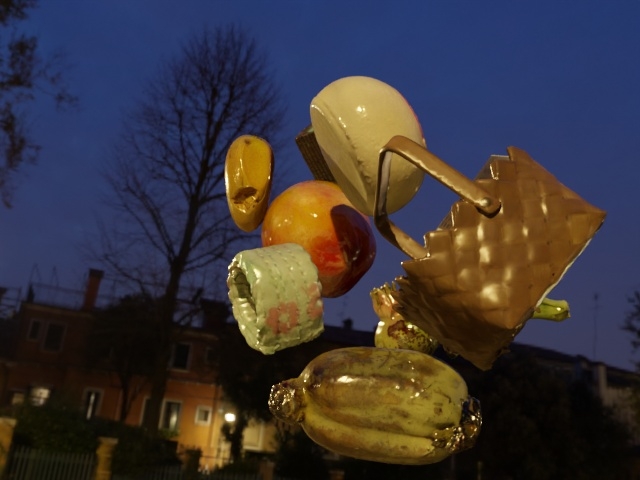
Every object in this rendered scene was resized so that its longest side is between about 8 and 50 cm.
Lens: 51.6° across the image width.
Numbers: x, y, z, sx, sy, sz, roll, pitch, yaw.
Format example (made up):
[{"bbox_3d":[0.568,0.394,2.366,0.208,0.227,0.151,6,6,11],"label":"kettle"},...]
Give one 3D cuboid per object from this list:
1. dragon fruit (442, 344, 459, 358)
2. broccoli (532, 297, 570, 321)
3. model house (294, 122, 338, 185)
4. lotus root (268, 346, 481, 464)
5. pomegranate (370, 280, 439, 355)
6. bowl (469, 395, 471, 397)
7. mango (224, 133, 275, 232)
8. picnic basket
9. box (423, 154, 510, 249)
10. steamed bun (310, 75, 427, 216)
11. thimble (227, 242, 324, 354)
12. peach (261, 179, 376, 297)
[{"bbox_3d":[0.340,0.187,1.521,0.182,0.182,0.189,15,17,-23],"label":"dragon fruit"},{"bbox_3d":[0.474,0.165,1.682,0.303,0.146,0.165,3,19,25],"label":"broccoli"},{"bbox_3d":[0.063,-0.254,1.978,0.248,0.230,0.281,-32,-64,-2],"label":"model house"},{"bbox_3d":[0.079,0.244,0.994,0.309,0.173,0.173,9,-20,2],"label":"lotus root"},{"bbox_3d":[0.248,0.278,2.078,0.276,0.204,0.222,39,-38,-24],"label":"pomegranate"},{"bbox_3d":[0.435,0.554,2.210,0.188,0.189,0.086,-1,14,18],"label":"bowl"},{"bbox_3d":[-0.185,-0.151,1.718,0.129,0.262,0.167,5,-31,-11],"label":"mango"},{"bbox_3d":[0.218,-0.004,1.013,0.321,0.291,0.254,37,-21,21],"label":"picnic basket"},{"bbox_3d":[0.374,-0.067,1.632,0.047,0.325,0.180,35,3,-12],"label":"box"},{"bbox_3d":[0.110,-0.194,1.311,0.177,0.283,0.283,-27,-20,-7],"label":"steamed bun"},{"bbox_3d":[-0.087,0.117,1.309,0.149,0.211,0.185,-11,-21,-26],"label":"thimble"},{"bbox_3d":[0.000,0.000,1.654,0.307,0.308,0.332,15,13,-22],"label":"peach"}]
